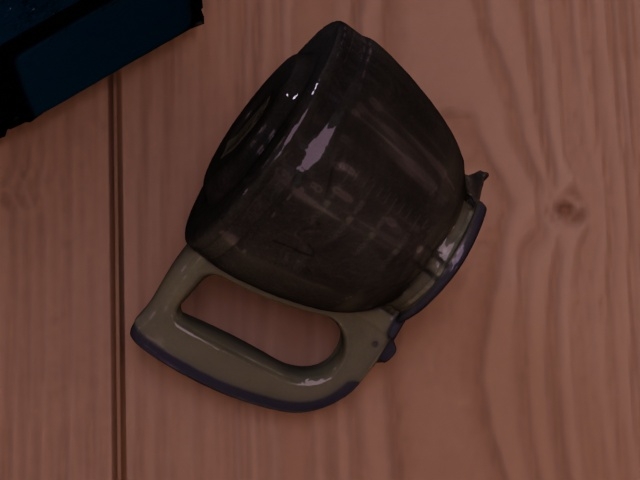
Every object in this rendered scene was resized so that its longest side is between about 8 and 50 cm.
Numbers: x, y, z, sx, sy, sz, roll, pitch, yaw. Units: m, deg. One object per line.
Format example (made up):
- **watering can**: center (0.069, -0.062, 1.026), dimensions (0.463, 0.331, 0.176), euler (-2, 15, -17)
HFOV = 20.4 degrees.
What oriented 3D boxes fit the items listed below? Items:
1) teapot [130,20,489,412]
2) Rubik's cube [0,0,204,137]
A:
- **teapot**: center (0.004, -0.003, 0.719), dimensions (0.108, 0.111, 0.149), euler (34, 72, -11)
- **Rubik's cube**: center (-0.228, -0.167, 0.642), dimensions (0.288, 0.283, 0.293), euler (-30, 79, -9)
